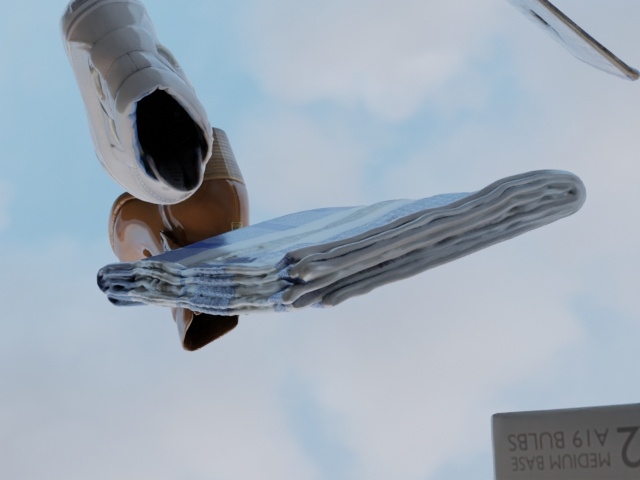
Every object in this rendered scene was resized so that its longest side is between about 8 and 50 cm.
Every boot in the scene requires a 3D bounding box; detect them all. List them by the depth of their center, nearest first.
[{"bbox_3d":[-0.131,-0.076,1.007,0.095,0.258,0.123,-28,-121,-5],"label":"boot"},{"bbox_3d":[-0.156,0.030,1.473,0.283,0.109,0.220,-41,-126,43],"label":"boot"}]

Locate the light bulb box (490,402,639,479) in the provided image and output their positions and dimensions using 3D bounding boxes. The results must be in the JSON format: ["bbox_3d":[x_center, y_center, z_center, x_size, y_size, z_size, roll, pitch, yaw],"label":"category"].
[{"bbox_3d":[0.287,0.247,0.562,0.358,0.225,0.361,-12,-105,38],"label":"light bulb box"}]

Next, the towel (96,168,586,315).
[{"bbox_3d":[0.000,0.000,0.783,0.285,0.209,0.034,-4,-77,60],"label":"towel"}]

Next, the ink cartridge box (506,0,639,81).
[{"bbox_3d":[0.050,-0.225,0.719,0.330,0.324,0.071,37,-78,-2],"label":"ink cartridge box"}]
